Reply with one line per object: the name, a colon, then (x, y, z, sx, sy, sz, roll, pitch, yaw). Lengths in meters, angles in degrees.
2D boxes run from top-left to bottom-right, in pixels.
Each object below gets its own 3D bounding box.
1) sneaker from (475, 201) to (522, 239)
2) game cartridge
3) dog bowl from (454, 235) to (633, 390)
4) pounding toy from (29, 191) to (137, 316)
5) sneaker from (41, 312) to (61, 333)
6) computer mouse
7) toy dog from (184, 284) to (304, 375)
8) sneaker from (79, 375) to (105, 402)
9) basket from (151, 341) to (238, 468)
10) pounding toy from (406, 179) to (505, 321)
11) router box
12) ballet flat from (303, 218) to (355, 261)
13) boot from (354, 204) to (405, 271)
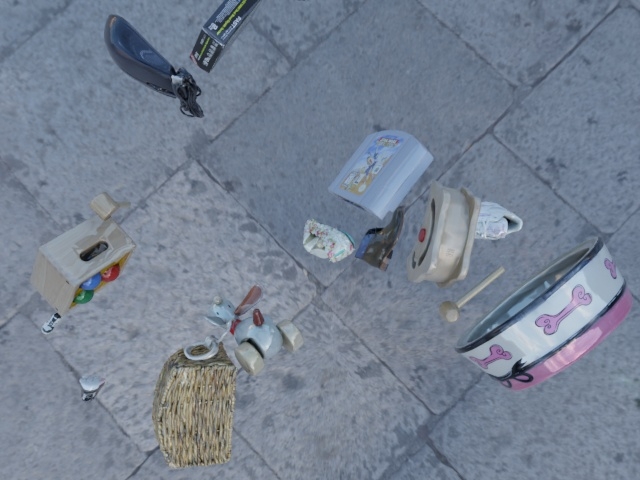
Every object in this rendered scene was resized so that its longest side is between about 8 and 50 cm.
sneaker: (0.456, -0.059, 1.660, 0.305, 0.152, 0.114, -7, 112, -24)
game cartridge: (0.130, -0.160, 1.281, 0.062, 0.297, 0.198, 33, 91, -22)
dog bowl: (0.506, 0.175, 1.273, 0.408, 0.408, 0.150, -38, 79, -6)
pounding toy: (-0.357, 0.011, 0.928, 0.094, 0.206, 0.181, 47, 47, 1)
sneaker: (-0.769, 0.232, 1.621, 0.032, 0.083, 0.037, 32, 125, -12)
computer mouse: (-0.369, -0.365, 1.199, 0.272, 0.188, 0.072, 43, 78, 4)
toy dog: (-0.203, 0.204, 1.441, 0.334, 0.161, 0.220, 6, 34, 32)
sneaker: (-0.578, 0.379, 1.428, 0.061, 0.158, 0.064, 8, 79, -18)
basket: (-0.366, 0.452, 1.588, 0.214, 0.223, 0.299, 2, 100, -22)
pounding toy: (0.272, 0.024, 1.141, 0.155, 0.154, 0.269, 12, 90, -8)
router box: (-0.130, -0.306, 0.797, 0.038, 0.092, 0.122, 36, 69, -15)
ballet flat: (0.000, 0.000, 1.364, 0.077, 0.241, 0.091, -42, 109, -11)
boot: (0.177, -0.015, 1.671, 0.106, 0.082, 0.219, 18, 115, 5)
